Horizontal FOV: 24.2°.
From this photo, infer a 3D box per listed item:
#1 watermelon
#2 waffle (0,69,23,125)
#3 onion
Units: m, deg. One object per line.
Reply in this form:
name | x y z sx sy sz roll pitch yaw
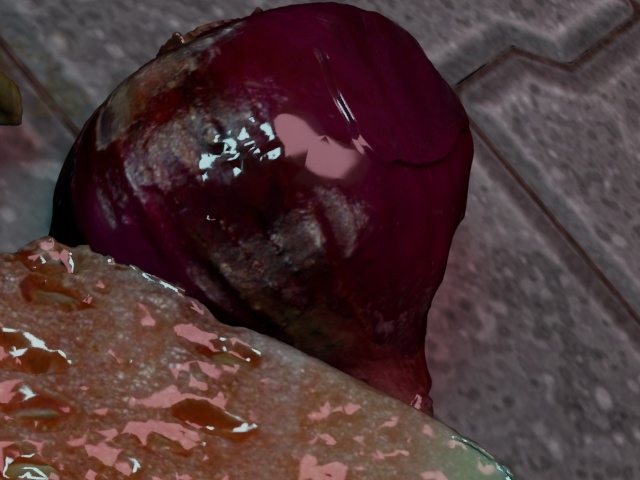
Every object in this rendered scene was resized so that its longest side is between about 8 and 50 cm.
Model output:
watermelon | -0.069 0.109 0.534 0.256 0.140 0.193 39 46 5
waffle | -0.216 -0.089 0.567 0.223 0.054 0.204 58 42 -13
onion | 0.000 0.000 0.662 0.195 0.140 0.218 -21 77 -53
